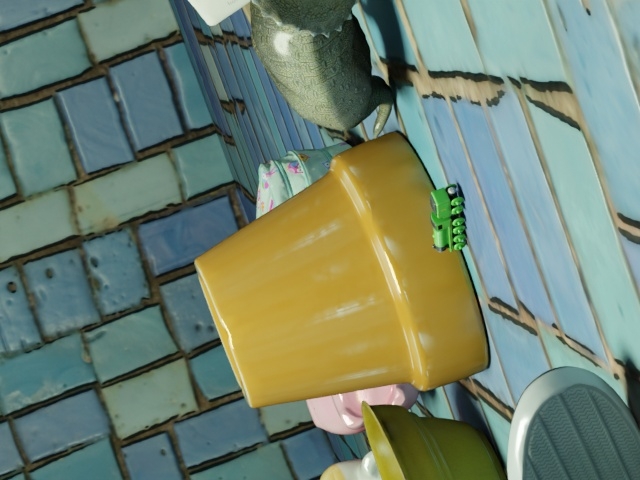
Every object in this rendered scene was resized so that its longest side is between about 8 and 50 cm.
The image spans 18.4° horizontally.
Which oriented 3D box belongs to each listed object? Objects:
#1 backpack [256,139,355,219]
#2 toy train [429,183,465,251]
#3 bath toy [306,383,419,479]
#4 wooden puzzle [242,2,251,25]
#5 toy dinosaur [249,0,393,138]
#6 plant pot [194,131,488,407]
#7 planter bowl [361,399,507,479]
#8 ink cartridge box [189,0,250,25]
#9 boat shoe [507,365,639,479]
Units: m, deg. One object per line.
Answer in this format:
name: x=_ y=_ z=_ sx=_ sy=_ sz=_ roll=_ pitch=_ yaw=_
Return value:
backpack: x=0.000 y=0.000 z=1.813 sx=0.152 sy=0.115 sz=0.182 roll=-123 pitch=26 yaw=-43
toy train: x=0.091 y=-0.014 z=1.426 sx=0.083 sy=0.023 sz=0.017 roll=80 pitch=168 yaw=-61
bath toy: x=0.051 y=0.167 z=1.973 sx=0.129 sy=0.151 sz=0.348 roll=-1 pitch=-106 yaw=-72
wooden puzzle: x=-0.069 y=-0.281 z=1.947 sx=0.221 sy=0.044 sz=0.239 roll=75 pitch=167 yaw=-45
toy dinosaur: x=-0.010 y=-0.152 z=1.416 sx=0.313 sy=0.121 sz=0.160 roll=83 pitch=180 yaw=-51
plant pot: x=0.008 y=0.041 z=1.575 sx=0.205 sy=0.188 sz=0.205 roll=159 pitch=90 yaw=-85
planter bowl: x=0.116 y=0.225 z=1.719 sx=0.217 sy=0.090 sz=0.217 roll=159 pitch=90 yaw=-84
ink cartridge box: x=-0.149 y=-0.356 z=1.529 sx=0.353 sy=0.119 sz=0.207 roll=50 pitch=-168 yaw=-49
boat shoe: x=0.149 y=0.152 z=1.161 sx=0.076 sy=0.083 sz=0.226 roll=-120 pitch=10 yaw=-54
